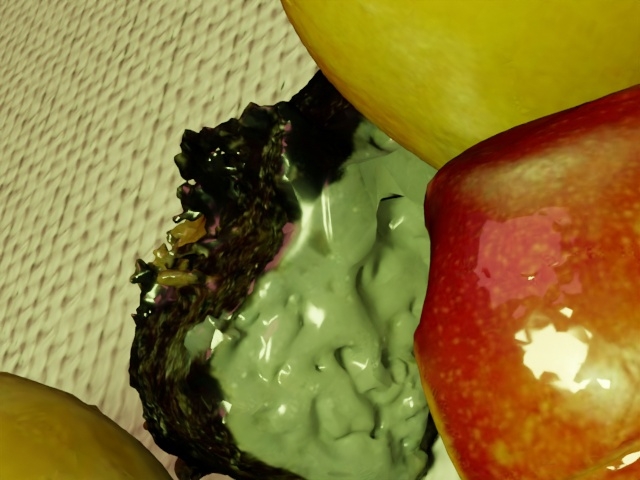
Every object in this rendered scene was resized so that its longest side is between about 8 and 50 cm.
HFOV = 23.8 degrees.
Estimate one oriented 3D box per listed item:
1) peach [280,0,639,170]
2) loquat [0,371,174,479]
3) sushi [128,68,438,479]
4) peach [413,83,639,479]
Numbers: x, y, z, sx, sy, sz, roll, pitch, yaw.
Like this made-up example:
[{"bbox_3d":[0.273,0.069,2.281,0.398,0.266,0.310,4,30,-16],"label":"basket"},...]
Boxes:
[{"bbox_3d":[0.127,-0.189,0.795,0.373,0.372,0.290,-4,44,53],"label":"peach"},{"bbox_3d":[-0.226,0.245,0.962,0.328,0.328,0.328,-35,33,27],"label":"loquat"},{"bbox_3d":[0.000,0.000,1.011,0.348,0.234,0.207,-56,28,-17],"label":"sushi"},{"bbox_3d":[0.168,0.039,0.682,0.245,0.275,0.248,-49,35,12],"label":"peach"}]
